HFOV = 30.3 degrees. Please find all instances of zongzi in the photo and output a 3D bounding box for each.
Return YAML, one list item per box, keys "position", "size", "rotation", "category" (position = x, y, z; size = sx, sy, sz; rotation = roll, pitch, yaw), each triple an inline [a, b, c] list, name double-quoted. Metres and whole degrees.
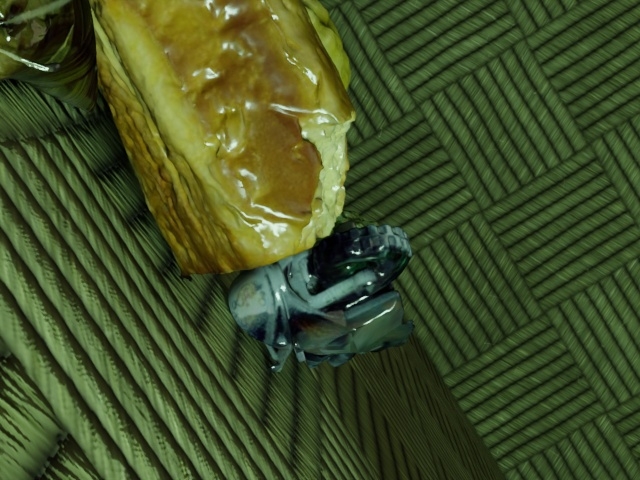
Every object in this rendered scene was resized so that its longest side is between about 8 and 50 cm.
- position: [-0.164, -0.101, 0.672]
  size: [0.187, 0.084, 0.184]
  rotation: [-105, 176, -51]
  category: "zongzi"

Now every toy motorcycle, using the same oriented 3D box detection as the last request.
- position: [0.001, 0.059, 1.039]
  size: [0.270, 0.159, 0.106]
  rotation: [90, -19, -68]
  category: "toy motorcycle"

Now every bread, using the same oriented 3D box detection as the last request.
- position: [-0.090, -0.145, 0.813]
  size: [0.195, 0.149, 0.344]
  rotation: [-4, -66, 64]
  category: "bread"

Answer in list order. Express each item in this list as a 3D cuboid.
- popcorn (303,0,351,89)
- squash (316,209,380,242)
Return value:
- position: [-0.091, -0.140, 1.010]
  size: [0.200, 0.226, 0.203]
  rotation: [-96, -168, -55]
  category: "popcorn"
- position: [0.001, -0.005, 1.384]
  size: [0.105, 0.132, 0.105]
  rotation: [59, 5, -8]
  category: "squash"
